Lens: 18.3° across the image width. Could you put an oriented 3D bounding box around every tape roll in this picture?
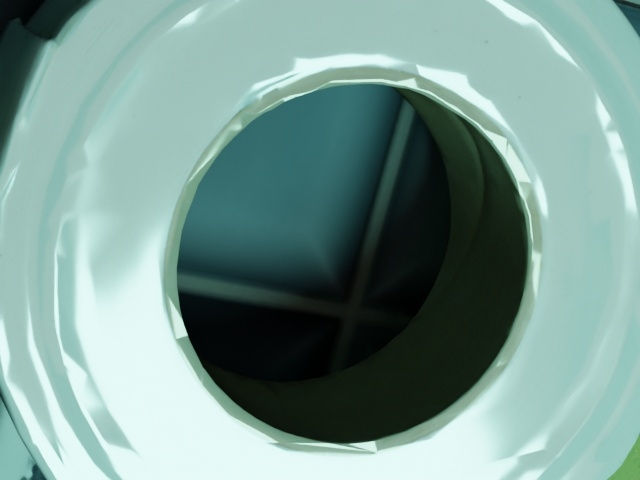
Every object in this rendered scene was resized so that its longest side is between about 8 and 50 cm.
[{"bbox_3d":[0.000,0.000,0.787,0.286,0.100,0.286,-3,102,-15],"label":"tape roll"}]

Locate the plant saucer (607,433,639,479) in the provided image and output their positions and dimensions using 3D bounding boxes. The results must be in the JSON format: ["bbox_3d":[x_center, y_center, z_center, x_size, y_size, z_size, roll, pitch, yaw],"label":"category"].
[{"bbox_3d":[0.138,0.077,0.935,0.241,0.037,0.241,-7,108,-24],"label":"plant saucer"}]
